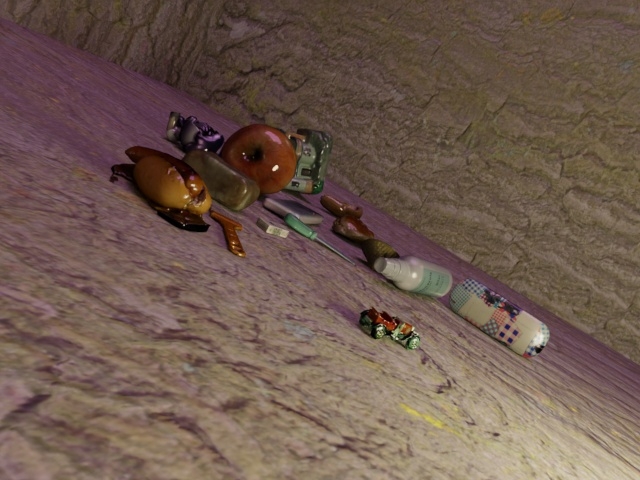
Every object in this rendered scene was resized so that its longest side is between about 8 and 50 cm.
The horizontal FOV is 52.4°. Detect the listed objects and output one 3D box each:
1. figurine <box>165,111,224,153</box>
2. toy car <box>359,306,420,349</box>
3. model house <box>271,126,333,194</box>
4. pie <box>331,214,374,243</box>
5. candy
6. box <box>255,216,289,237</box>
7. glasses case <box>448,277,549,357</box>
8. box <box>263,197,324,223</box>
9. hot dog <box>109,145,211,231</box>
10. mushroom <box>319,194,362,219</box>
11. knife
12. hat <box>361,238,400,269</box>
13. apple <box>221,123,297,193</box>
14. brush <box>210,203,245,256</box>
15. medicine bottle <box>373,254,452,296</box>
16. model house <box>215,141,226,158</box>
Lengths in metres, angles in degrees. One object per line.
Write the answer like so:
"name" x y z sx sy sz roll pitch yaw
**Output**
"figurine" -0.445 -0.361 2.272 0.222 0.145 0.145 24 7 27
"toy car" 0.153 0.188 1.406 0.143 0.054 0.073 22 14 -32
"model house" -0.148 -0.336 2.614 0.325 0.266 0.194 8 7 -30
"pie" 0.129 -0.032 2.344 0.163 0.078 0.193 36 12 16
"candy" -0.286 -0.172 1.830 0.234 0.102 0.104 35 11 18
"box" -0.133 -0.036 1.801 0.054 0.024 0.083 40 13 37
"glasses case" 0.553 0.239 2.034 0.328 0.125 0.076 34 3 25
"box" -0.084 -0.096 2.177 0.142 0.044 0.285 28 9 14
"hot dog" -0.358 -0.144 1.488 0.326 0.107 0.194 33 11 24
"mushroom" 0.094 -0.125 2.702 0.210 0.072 0.094 17 14 -38
"knife" 0.000 0.000 1.992 0.260 0.034 0.063 35 4 -2
"hat" 0.178 0.068 2.053 0.146 0.067 0.146 26 -33 18
"apple" -0.204 -0.271 2.201 0.254 0.253 0.253 28 10 -6
"brush" -0.215 -0.023 1.546 0.090 0.017 0.314 25 12 -21
"medicine bottle" 0.278 0.102 1.996 0.110 0.110 0.352 37 14 38
"model house" -0.321 -0.307 2.385 0.149 0.119 0.148 24 8 18
